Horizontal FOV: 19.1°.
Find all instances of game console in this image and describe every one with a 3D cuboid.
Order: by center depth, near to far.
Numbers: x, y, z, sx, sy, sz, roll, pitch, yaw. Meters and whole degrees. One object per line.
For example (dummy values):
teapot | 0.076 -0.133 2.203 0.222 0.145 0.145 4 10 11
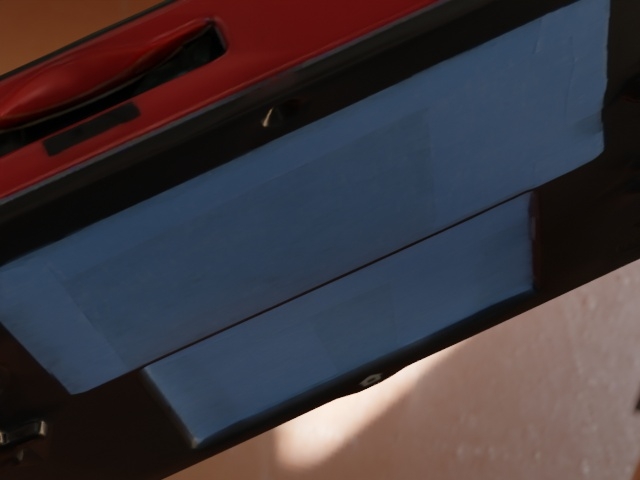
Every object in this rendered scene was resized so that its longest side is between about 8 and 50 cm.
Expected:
game console | 0.000 0.000 0.741 0.387 0.342 0.060 -24 65 -2
